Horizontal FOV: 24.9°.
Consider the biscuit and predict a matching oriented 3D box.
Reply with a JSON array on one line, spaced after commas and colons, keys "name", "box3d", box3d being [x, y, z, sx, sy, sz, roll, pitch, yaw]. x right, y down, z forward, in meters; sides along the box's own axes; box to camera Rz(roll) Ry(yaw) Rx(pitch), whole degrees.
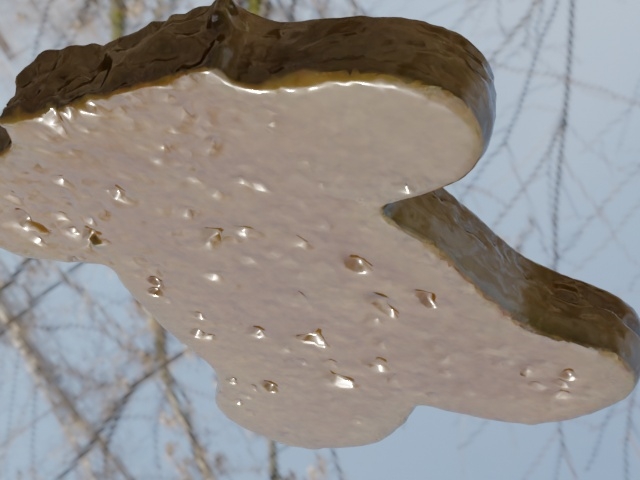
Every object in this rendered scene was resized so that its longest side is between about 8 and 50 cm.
[{"name": "biscuit", "box3d": [0.000, 0.000, 0.883, 0.368, 0.394, 0.076, -14, -132, 37]}]
